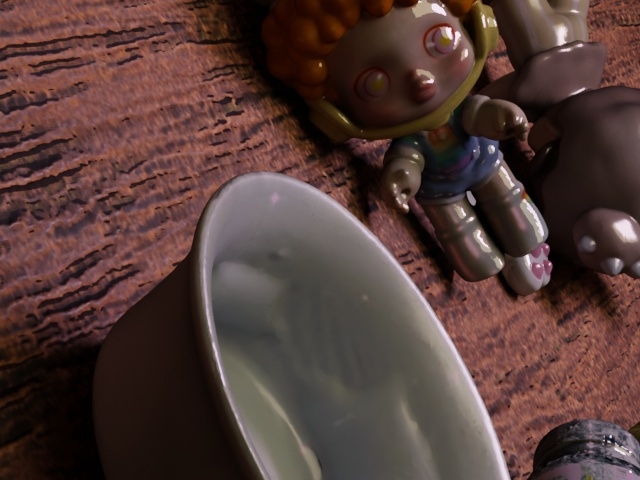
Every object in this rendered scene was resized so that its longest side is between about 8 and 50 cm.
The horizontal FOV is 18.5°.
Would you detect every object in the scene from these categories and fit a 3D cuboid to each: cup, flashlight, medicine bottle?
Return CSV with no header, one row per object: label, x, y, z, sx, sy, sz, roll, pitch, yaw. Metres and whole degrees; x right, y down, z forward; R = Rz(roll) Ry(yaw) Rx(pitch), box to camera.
cup,-0.027,0.143,1.296,0.347,0.163,0.347,43,28,-31
flashlight,0.172,-0.019,1.989,0.200,0.047,0.093,41,33,-37
medicine bottle,0.228,0.279,1.653,0.141,0.141,0.293,48,27,-24

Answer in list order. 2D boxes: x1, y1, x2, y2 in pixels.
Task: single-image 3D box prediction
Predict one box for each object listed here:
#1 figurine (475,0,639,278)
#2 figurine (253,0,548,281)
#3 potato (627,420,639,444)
figurine,0.305,-0.126,2.176,0.248,0.203,0.381,6,56,-56
figurine,0.071,-0.135,1.838,0.205,0.224,0.382,-112,-174,-67
potato,0.377,0.271,1.936,0.228,0.148,0.197,23,30,-55
